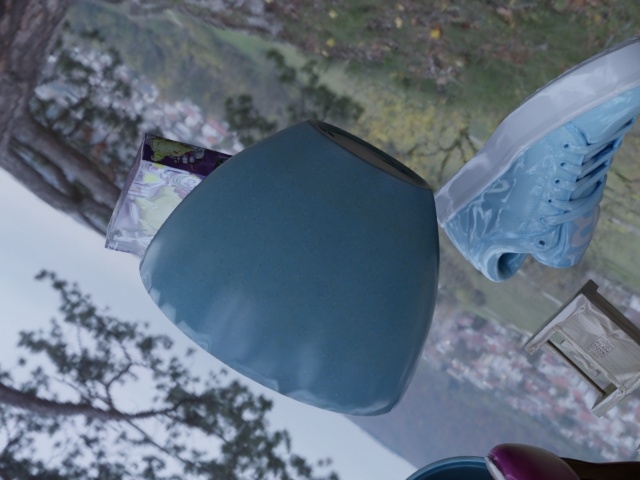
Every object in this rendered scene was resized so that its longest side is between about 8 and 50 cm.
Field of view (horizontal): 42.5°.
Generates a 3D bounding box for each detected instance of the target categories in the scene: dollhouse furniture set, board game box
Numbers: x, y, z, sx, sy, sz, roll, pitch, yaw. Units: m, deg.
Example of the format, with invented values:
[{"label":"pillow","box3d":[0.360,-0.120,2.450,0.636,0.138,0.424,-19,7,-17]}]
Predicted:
[{"label":"dollhouse furniture set","box3d":[0.297,0.089,0.683,0.183,0.129,0.129,43,-145,10]},{"label":"board game box","box3d":[-0.191,-0.040,1.214,0.208,0.056,0.347,9,157,-19]}]

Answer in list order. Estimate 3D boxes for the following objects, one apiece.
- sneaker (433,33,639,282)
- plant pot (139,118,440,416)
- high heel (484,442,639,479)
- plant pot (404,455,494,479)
[{"label":"sneaker","box3d":[0.240,-0.060,0.811,0.150,0.135,0.366,56,159,9]},{"label":"plant pot","box3d":[0.000,0.000,0.792,0.290,0.195,0.290,27,-166,-8]},{"label":"high heel","box3d":[0.310,0.251,0.873,0.377,0.181,0.127,40,-168,-48]},{"label":"plant pot","box3d":[0.222,0.467,1.222,0.271,0.272,0.255,33,169,17]}]
